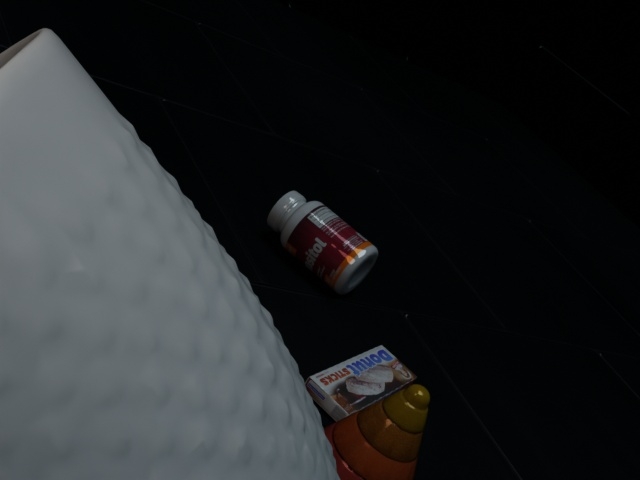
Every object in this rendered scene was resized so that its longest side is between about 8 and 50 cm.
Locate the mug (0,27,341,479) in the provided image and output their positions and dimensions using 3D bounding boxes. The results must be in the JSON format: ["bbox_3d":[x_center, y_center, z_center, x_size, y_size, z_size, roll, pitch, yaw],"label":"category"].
[{"bbox_3d":[-0.174,0.112,0.493,0.328,0.374,0.276,54,53,-23],"label":"mug"}]

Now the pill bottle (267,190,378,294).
[{"bbox_3d":[0.000,0.000,1.246,0.152,0.086,0.086,40,24,18],"label":"pill bottle"}]

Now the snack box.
[{"bbox_3d":[0.050,0.170,1.050,0.064,0.022,0.178,40,24,21],"label":"snack box"}]

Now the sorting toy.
[{"bbox_3d":[-0.007,0.191,0.800,0.366,0.126,0.127,3,37,-51],"label":"sorting toy"}]
